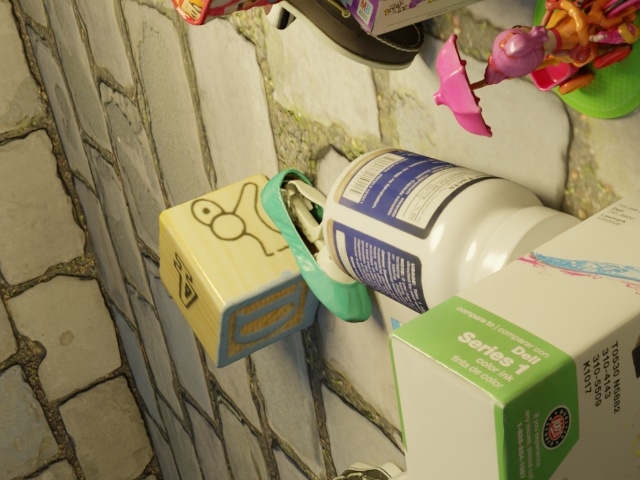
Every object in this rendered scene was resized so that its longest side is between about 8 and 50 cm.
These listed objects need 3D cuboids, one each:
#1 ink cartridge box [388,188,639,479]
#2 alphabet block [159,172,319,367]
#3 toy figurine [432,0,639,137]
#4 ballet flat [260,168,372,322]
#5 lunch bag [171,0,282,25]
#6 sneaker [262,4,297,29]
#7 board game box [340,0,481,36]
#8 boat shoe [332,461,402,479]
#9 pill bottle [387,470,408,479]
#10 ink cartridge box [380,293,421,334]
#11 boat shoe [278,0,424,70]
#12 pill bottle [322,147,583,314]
[{"bbox_3d":[0.201,0.111,0.659,0.117,0.278,0.201,28,136,49],"label":"ink cartridge box"},{"bbox_3d":[-0.125,0.047,1.363,0.197,0.192,0.193,54,151,26],"label":"alphabet block"},{"bbox_3d":[0.164,-0.138,0.649,0.130,0.159,0.173,64,155,5],"label":"toy figurine"},{"bbox_3d":[0.000,0.000,1.205,0.247,0.083,0.087,55,139,18],"label":"ballet flat"},{"bbox_3d":[-0.071,-0.329,0.649,0.293,0.120,0.258,-25,88,64],"label":"lunch bag"},{"bbox_3d":[-0.064,-0.361,0.924,0.162,0.106,0.281,41,151,8],"label":"sneaker"},{"bbox_3d":[0.083,-0.322,0.665,0.142,0.144,0.275,54,153,26],"label":"board game box"},{"bbox_3d":[0.081,0.408,1.411,0.078,0.070,0.219,65,156,2],"label":"boat shoe"},{"bbox_3d":[0.155,0.425,1.227,0.187,0.112,0.112,66,156,0],"label":"pill bottle"},{"bbox_3d":[0.191,0.209,1.019,0.261,0.066,0.296,23,132,58],"label":"ink cartridge box"},{"bbox_3d":[0.015,-0.244,0.847,0.068,0.227,0.081,-37,34,49],"label":"boat shoe"},{"bbox_3d":[0.129,0.004,0.853,0.264,0.153,0.153,27,135,55],"label":"pill bottle"}]
